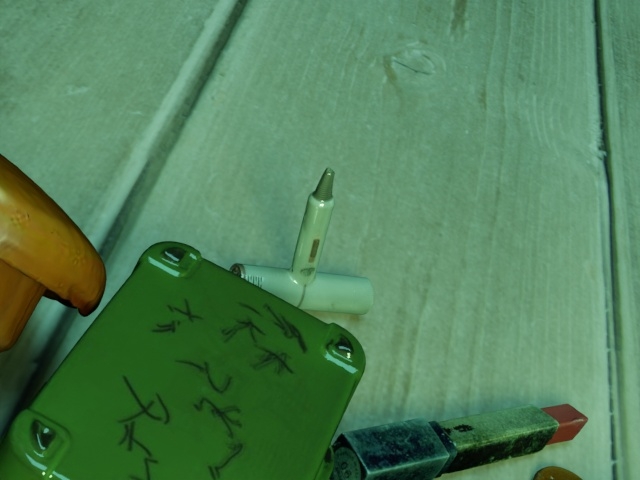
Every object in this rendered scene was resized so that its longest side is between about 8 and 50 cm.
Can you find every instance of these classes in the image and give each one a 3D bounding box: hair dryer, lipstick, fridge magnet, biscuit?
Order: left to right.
[{"bbox_3d":[-0.337,-0.028,0.975,0.363,0.363,0.155,28,79,1],"label":"fridge magnet"},{"bbox_3d":[0.008,-0.001,1.247,0.154,0.183,0.044,7,40,-29],"label":"hair dryer"},{"bbox_3d":[0.141,0.195,1.205,0.312,0.051,0.051,-4,44,-39],"label":"lipstick"},{"bbox_3d":[0.241,0.260,1.215,0.078,0.015,0.091,23,35,-8],"label":"biscuit"}]

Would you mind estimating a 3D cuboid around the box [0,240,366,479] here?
[{"bbox_3d":[-0.113,0.161,0.967,0.252,0.178,0.329,26,35,1],"label":"box"}]
